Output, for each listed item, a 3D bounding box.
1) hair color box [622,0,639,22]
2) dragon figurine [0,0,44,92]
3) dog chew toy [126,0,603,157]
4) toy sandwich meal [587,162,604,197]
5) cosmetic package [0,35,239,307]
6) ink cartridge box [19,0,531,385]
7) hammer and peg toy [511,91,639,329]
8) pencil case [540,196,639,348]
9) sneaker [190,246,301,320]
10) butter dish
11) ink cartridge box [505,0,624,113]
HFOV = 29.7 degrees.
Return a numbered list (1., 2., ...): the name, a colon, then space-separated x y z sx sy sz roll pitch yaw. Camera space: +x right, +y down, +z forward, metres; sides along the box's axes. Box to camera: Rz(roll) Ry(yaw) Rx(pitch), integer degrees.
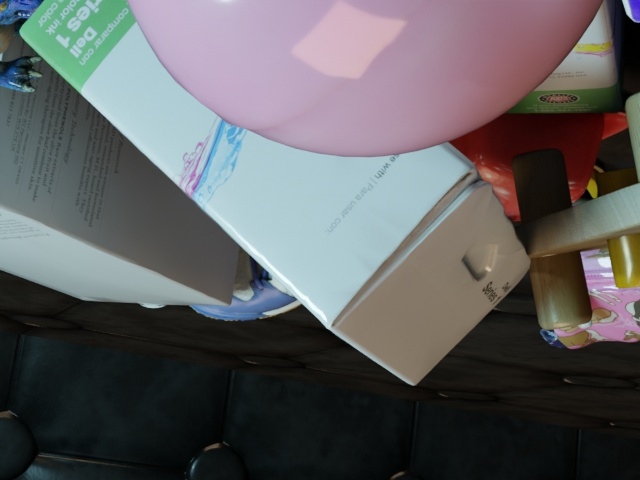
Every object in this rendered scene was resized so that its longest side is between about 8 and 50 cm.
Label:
1. hair color box: 0.094 -0.199 0.239 0.110 0.185 0.339 0 166 20
2. dragon figurine: -0.287 -0.151 0.825 0.289 0.085 0.144 -4 161 23
3. dog chew toy: -0.046 -0.170 0.426 0.332 0.206 0.207 30 157 -25
4. toy sandwich meal: 0.218 -0.055 1.098 0.086 0.029 0.085 6 166 2
5. cosmetic package: -0.239 -0.051 1.072 0.197 0.155 0.365 1 166 26
6. ink cartridge box: -0.020 -0.053 0.744 0.278 0.117 0.201 43 -179 23
7. hammer and peg toy: 0.314 -0.028 0.777 0.361 0.127 0.266 -8 175 -13
8. pencil case: 0.381 0.021 1.072 0.386 0.167 0.160 -3 137 33
9. sneaker: 0.000 0.000 1.214 0.296 0.111 0.131 -14 167 -7
10. butter dish: 0.141 -0.055 0.952 0.160 0.118 0.160 13 164 -22
11. ink cartridge box: 0.084 -0.145 0.664 0.154 0.093 0.212 2 168 18
